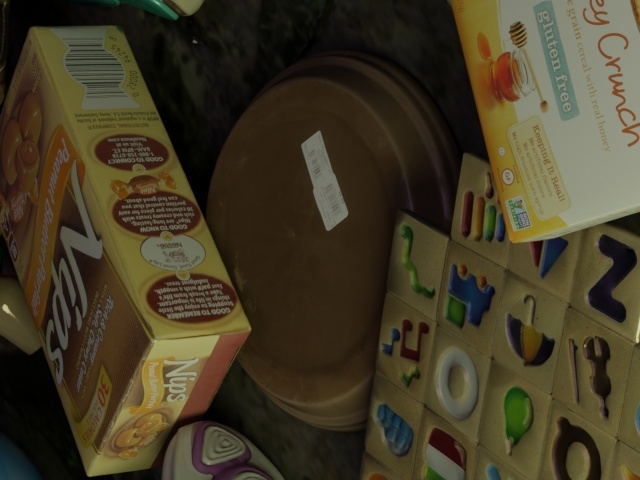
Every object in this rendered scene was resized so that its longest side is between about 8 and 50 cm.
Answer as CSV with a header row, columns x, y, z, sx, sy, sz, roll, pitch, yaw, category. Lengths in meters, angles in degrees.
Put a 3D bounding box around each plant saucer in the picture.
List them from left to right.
x,y,z,sx,sy,sz,roll,pitch,yaw,category
0.000,0.000,1.254,0.278,0.041,0.278,0,89,50,plant saucer

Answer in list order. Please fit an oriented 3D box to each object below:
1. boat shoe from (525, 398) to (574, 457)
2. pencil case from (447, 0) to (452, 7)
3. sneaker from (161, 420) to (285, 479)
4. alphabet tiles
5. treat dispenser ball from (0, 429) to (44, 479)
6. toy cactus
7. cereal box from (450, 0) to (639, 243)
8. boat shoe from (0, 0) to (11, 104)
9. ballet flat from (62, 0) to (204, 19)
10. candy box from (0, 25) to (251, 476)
x,y,z,sx,sy,sz,roll,pitch,yaw,category
0.196,0.154,1.005,0.227,0.069,0.081,56,138,33,boat shoe
0.192,-0.197,0.972,0.273,0.113,0.124,-37,39,44,pencil case
-0.074,0.288,1.286,0.152,0.114,0.305,-32,67,44,sneaker
0.115,0.134,1.047,0.285,0.011,0.342,32,120,51,alphabet tiles
-0.363,0.277,1.489,0.288,0.288,0.288,1,92,49,treat dispenser ball
-0.300,0.019,1.537,0.112,0.180,0.219,-43,11,-1,toy cactus
0.177,-0.109,0.882,0.240,0.047,0.173,-20,81,45,cereal box
-0.330,-0.228,1.518,0.324,0.123,0.116,-119,41,-49,boat shoe
-0.169,-0.231,1.427,0.248,0.086,0.086,18,104,46,ballet flat
-0.171,0.003,1.380,0.316,0.087,0.183,65,145,32,candy box
